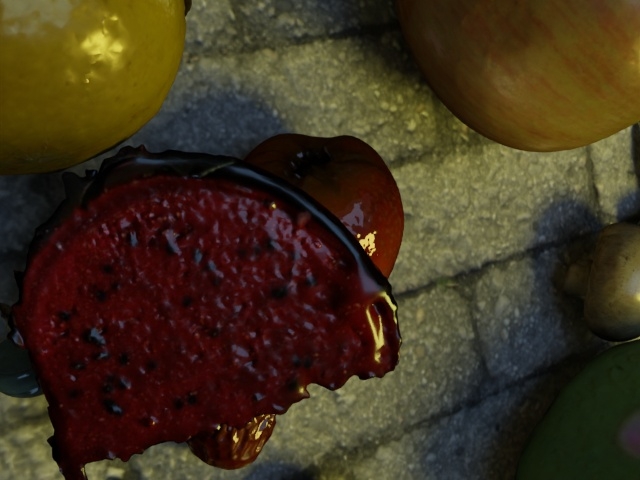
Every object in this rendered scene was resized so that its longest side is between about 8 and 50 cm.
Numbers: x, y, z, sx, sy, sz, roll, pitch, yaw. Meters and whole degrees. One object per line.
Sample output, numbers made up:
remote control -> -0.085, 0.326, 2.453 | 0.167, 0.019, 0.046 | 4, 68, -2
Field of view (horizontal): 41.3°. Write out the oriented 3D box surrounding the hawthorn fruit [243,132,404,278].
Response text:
hawthorn fruit -> 0.000, 0.000, 0.921 | 0.196, 0.196, 0.226 | -30, 131, -25

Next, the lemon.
lemon -> -0.263, -0.194, 0.710 | 0.297, 0.297, 0.297 | 0, 91, -29

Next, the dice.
dice -> 0.464, 0.339, 1.064 | 0.322, 0.318, 0.330 | -42, 121, -16

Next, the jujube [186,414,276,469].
jujube -> -0.096, 0.153, 0.905 | 0.112, 0.109, 0.176 | 4, 98, 7

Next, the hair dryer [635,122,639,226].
hair dryer -> 0.518, -0.102, 1.265 | 0.195, 0.075, 0.219 | -16, 91, -37

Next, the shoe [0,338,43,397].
shoe -> -0.235, 0.110, 0.854 | 0.195, 0.079, 0.078 | -24, 136, -33

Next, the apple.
apple -> 0.268, -0.290, 0.949 | 0.391, 0.391, 0.346 | -41, 94, -22

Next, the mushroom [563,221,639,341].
mushroom -> 0.404, 0.056, 1.159 | 0.166, 0.127, 0.166 | -46, 145, -46

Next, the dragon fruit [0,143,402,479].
dragon fruit -> -0.114, 0.041, 0.778 | 0.343, 0.100, 0.282 | -16, 105, -1
